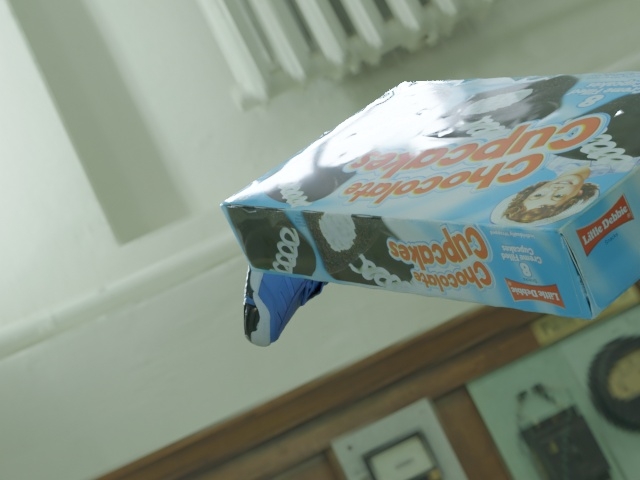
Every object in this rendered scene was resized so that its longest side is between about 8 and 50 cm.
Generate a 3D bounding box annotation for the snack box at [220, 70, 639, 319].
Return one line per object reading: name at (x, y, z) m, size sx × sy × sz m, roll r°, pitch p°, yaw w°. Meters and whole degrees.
snack box at (0.100, -0.038, 0.843) m, size 0.187 × 0.060 × 0.322 m, roll -36°, pitch 23°, yaw -29°

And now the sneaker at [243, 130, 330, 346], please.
sneaker at (0.000, 0.000, 1.120) m, size 0.080 × 0.081 × 0.211 m, roll 95°, pitch -159°, yaw -59°
